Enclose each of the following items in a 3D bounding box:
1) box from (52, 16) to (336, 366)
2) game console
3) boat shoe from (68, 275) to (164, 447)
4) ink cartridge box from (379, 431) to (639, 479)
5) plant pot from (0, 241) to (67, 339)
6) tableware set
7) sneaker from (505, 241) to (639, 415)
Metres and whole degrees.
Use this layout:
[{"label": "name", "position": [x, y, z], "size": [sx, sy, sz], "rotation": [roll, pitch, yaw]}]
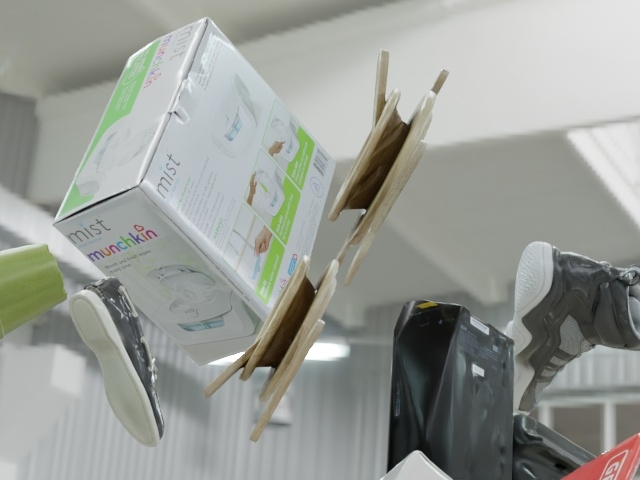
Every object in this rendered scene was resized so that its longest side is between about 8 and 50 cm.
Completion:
[{"label": "box", "position": [-0.116, -0.051, 1.455], "size": [0.127, 0.262, 0.231], "rotation": [-22, -53, 33]}, {"label": "game console", "position": [0.151, 0.195, 1.098], "size": [0.044, 0.213, 0.361], "rotation": [-9, -26, 32]}, {"label": "boat shoe", "position": [-0.136, 0.085, 1.012], "size": [0.046, 0.125, 0.038], "rotation": [-13, 16, 46]}, {"label": "ink cartridge box", "position": [0.005, 0.215, 0.645], "size": [0.066, 0.296, 0.261], "rotation": [39, -42, -2]}, {"label": "plant pot", "position": [-0.249, 0.038, 1.153], "size": [0.079, 0.083, 0.083], "rotation": [-21, -15, -16]}, {"label": "tableware set", "position": [0.000, 0.000, 0.742], "size": [0.039, 0.128, 0.194], "rotation": [28, -65, -2]}, {"label": "sneaker", "position": [0.292, 0.116, 1.647], "size": [0.153, 0.101, 0.268], "rotation": [7, -44, 5]}]
